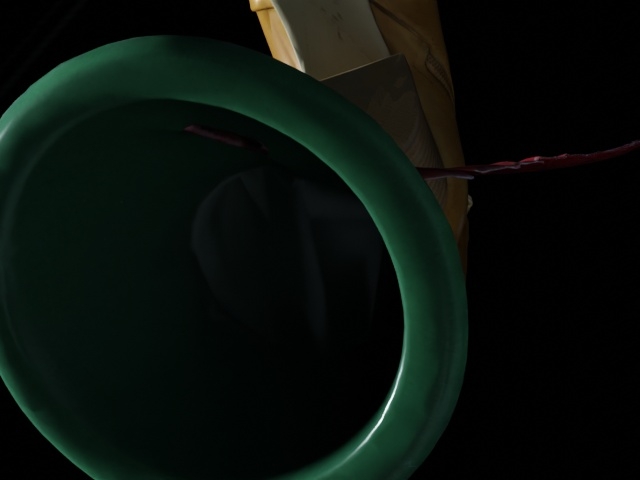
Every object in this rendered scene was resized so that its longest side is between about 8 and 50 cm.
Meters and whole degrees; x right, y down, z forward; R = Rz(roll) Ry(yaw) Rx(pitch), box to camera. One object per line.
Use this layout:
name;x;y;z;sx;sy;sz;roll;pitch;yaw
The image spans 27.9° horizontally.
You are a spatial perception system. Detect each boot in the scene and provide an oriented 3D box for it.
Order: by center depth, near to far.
boot;0.019;-0.110;0.723;0.104;0.295;0.211;-13;-25;5

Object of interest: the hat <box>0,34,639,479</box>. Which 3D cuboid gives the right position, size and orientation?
hat;0.000;0.000;0.503;0.183;0.209;0.173;-41;-26;-64
